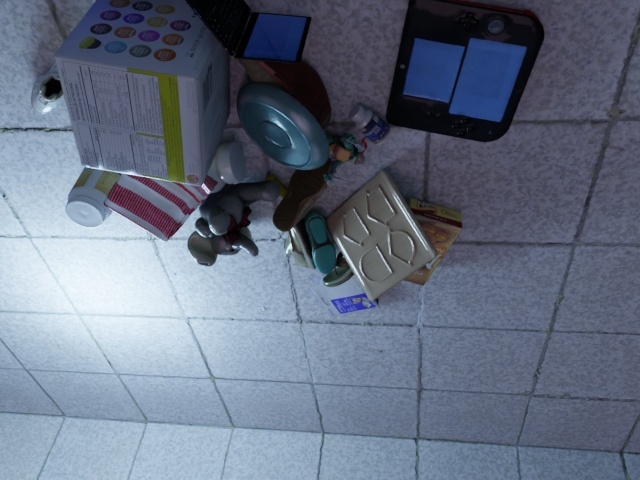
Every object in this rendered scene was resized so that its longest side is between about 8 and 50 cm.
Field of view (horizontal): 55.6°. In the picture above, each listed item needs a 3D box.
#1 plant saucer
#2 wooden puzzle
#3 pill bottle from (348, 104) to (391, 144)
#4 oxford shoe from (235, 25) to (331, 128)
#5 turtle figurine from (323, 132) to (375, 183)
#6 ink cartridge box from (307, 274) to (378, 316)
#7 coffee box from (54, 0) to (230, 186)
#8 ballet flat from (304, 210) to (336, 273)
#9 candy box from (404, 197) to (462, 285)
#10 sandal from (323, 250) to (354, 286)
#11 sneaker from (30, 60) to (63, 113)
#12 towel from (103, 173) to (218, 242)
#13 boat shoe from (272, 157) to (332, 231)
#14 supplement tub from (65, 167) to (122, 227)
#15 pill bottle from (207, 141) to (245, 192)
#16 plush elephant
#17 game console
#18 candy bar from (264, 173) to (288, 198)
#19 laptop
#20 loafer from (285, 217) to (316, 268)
[{"bbox_3d":[-0.117,-0.308,1.722,0.318,0.043,0.317,30,156,14],"label":"plant saucer"},{"bbox_3d":[0.197,-0.014,1.963,0.081,0.322,0.348,-16,161,-44],"label":"wooden puzzle"},{"bbox_3d":[0.141,-0.334,1.744,0.120,0.067,0.067,35,131,-25],"label":"pill bottle"},{"bbox_3d":[-0.100,-0.438,1.668,0.130,0.122,0.348,4,146,46],"label":"oxford shoe"},{"bbox_3d":[0.046,-0.261,1.803,0.234,0.118,0.175,23,122,7],"label":"turtle figurine"},{"bbox_3d":[0.090,0.204,2.337,0.209,0.045,0.206,-16,132,23],"label":"ink cartridge box"},{"bbox_3d":[-0.434,-0.397,1.577,0.335,0.337,0.338,9,138,1],"label":"coffee box"},{"bbox_3d":[0.000,0.000,2.103,0.083,0.087,0.247,-16,124,-2],"label":"ballet flat"},{"bbox_3d":[0.329,0.011,2.061,0.183,0.087,0.316,16,136,-7],"label":"candy box"},{"bbox_3d":[0.112,0.059,2.148,0.086,0.120,0.303,43,123,-9],"label":"sandal"},{"bbox_3d":[-0.790,-0.434,1.760,0.090,0.115,0.232,35,131,-25],"label":"sneaker"},{"bbox_3d":[-0.491,-0.140,1.833,0.237,0.037,0.329,35,129,-19],"label":"towel"},{"bbox_3d":[-0.052,-0.155,1.930,0.105,0.089,0.285,42,110,10],"label":"boat shoe"},{"bbox_3d":[-0.736,-0.152,1.988,0.145,0.199,0.144,5,137,5],"label":"supplement tub"},{"bbox_3d":[-0.394,-0.223,1.879,0.302,0.169,0.169,-5,135,15],"label":"pill bottle"},{"bbox_3d":[-0.298,-0.043,1.995,0.330,0.272,0.255,12,131,40],"label":"plush elephant"},{"bbox_3d":[0.369,-0.439,1.601,0.343,0.060,0.386,8,136,1],"label":"game console"},{"bbox_3d":[-0.121,-0.160,2.009,0.040,0.018,0.161,-22,129,34],"label":"candy bar"},{"bbox_3d":[-0.163,-0.551,1.444,0.137,0.234,0.264,-22,129,27],"label":"laptop"},{"bbox_3d":[-0.083,0.007,2.117,0.092,0.101,0.268,-8,132,14],"label":"loafer"}]
